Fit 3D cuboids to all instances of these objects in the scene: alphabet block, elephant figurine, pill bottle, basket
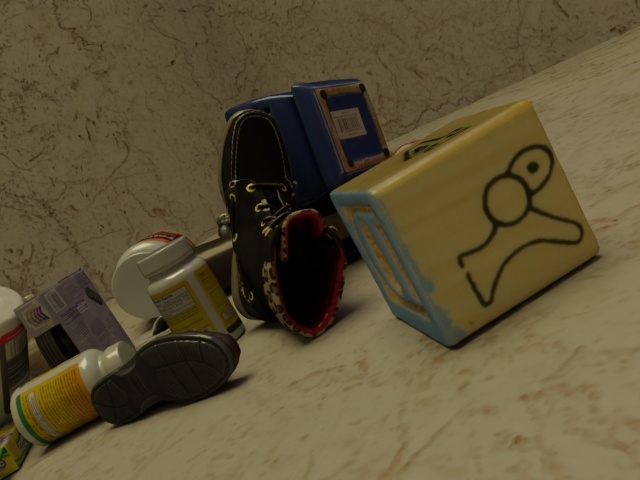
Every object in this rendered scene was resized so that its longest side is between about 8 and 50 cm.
[{"bbox_3d":[0.153,-0.023,0.707,0.197,0.192,0.193,-30,11,-8],"label":"alphabet block"},{"bbox_3d":[-0.249,-0.049,2.266,0.240,0.186,0.169,-21,-36,-13],"label":"elephant figurine"},{"bbox_3d":[-0.239,0.104,1.126,0.119,0.208,0.119,-28,9,5],"label":"pill bottle"},{"bbox_3d":[-0.267,0.068,1.611,0.227,0.154,0.204,-23,11,12],"label":"basket"},{"bbox_3d":[-0.426,0.266,1.098,0.209,0.117,0.117,-29,9,0],"label":"pill bottle"},{"bbox_3d":[-0.677,0.263,1.229,0.177,0.318,0.176,8,25,-4],"label":"pill bottle"},{"bbox_3d":[-0.492,0.098,1.867,0.224,0.224,0.392,-29,9,-1],"label":"pill bottle"}]

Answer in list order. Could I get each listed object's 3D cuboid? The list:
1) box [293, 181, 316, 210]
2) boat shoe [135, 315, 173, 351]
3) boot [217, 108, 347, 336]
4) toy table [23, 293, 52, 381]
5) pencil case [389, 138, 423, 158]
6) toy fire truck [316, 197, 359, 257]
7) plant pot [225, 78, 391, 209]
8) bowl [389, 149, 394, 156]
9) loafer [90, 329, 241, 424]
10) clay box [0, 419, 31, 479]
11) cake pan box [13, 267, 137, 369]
[{"bbox_3d":[-0.107,-0.123,1.698,0.183,0.296,0.294,-32,9,-14],"label":"box"},{"bbox_3d":[-0.296,0.183,1.253,0.095,0.084,0.258,-28,10,10],"label":"boat shoe"},{"bbox_3d":[-0.069,-0.034,0.995,0.138,0.377,0.284,-1,4,-22],"label":"boot"},{"bbox_3d":[-0.695,0.276,1.570,0.161,0.252,0.274,-43,11,27],"label":"toy table"},{"bbox_3d":[0.205,-0.093,1.042,0.160,0.167,0.386,-61,4,10],"label":"pencil case"},{"bbox_3d":[0.021,-0.020,1.310,0.217,0.158,0.246,-25,-11,-6],"label":"toy fire truck"},{"bbox_3d":[-0.010,-0.193,1.221,0.212,0.235,0.236,-17,4,41],"label":"plant pot"},{"bbox_3d":[0.113,-0.176,1.649,0.289,0.290,0.155,-127,56,-81],"label":"bowl"},{"bbox_3d":[-0.234,0.197,0.955,0.303,0.109,0.095,-27,5,29],"label":"loafer"},{"bbox_3d":[-0.597,0.397,1.107,0.128,0.053,0.222,-31,11,-12],"label":"clay box"},{"bbox_3d":[-0.492,0.197,1.279,0.070,0.245,0.267,-33,11,1],"label":"cake pan box"}]
